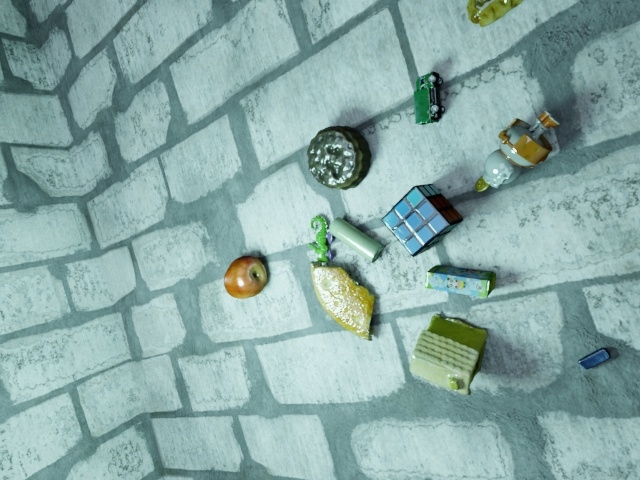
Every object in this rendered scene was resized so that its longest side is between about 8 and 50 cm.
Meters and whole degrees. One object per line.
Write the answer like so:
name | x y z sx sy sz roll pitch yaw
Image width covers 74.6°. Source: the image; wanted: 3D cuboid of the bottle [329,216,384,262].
bottle | 0.127 -0.003 1.507 0.201 0.072 0.072 36 116 23

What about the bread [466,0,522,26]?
bread | 0.519 -0.689 1.125 0.269 0.098 0.087 -32 38 32

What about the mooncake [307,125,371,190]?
mooncake | 0.060 -0.287 1.472 0.228 0.124 0.229 7 103 31

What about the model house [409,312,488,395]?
model house | 0.392 0.358 1.299 0.193 0.234 0.175 17 108 28

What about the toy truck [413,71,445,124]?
toy truck | 0.337 -0.439 1.300 0.079 0.065 0.147 2 101 36

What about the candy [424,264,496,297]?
candy | 0.436 0.125 1.314 0.194 0.097 0.062 6 105 33

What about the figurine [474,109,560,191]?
figurine | 0.531 -0.240 1.167 0.271 0.143 0.143 -35 79 31

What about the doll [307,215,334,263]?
doll | 0.000 0.000 1.605 0.115 0.050 0.191 4 99 25

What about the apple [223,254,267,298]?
apple | -0.320 0.160 1.773 0.199 0.199 0.200 6 102 32

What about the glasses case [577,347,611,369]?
glasses case | 0.767 0.330 1.176 0.033 0.023 0.083 50 122 10

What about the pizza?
pizza | 0.090 0.210 1.555 0.365 0.074 0.182 46 104 10

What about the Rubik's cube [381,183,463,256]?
Rubik's cube | 0.319 -0.067 1.317 0.161 0.163 0.162 52 123 15
